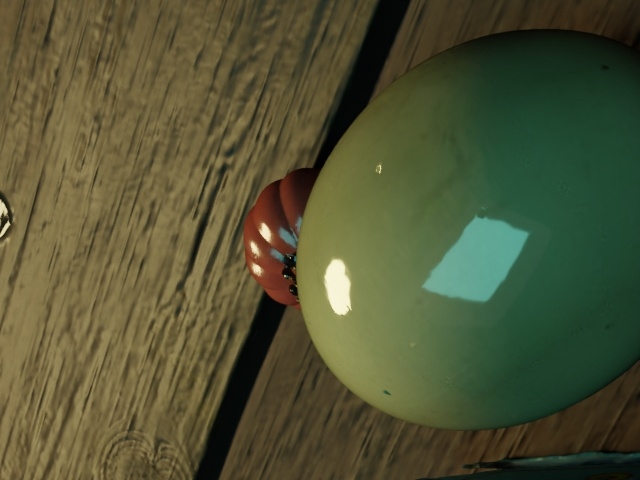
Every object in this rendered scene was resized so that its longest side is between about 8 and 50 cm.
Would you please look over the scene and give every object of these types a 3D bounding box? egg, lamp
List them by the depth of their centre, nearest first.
[{"bbox_3d":[0.105,-0.004,0.830,0.269,0.219,0.219,-35,91,29],"label":"egg"},{"bbox_3d":[0.000,0.000,0.965,0.108,0.092,0.107,-2,128,-3],"label":"lamp"}]

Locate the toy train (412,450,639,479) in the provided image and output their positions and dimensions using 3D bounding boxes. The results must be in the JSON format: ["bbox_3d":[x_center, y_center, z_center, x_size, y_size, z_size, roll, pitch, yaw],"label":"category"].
[{"bbox_3d":[0.162,0.223,0.862,0.300,0.265,0.188,-8,90,30],"label":"toy train"}]
